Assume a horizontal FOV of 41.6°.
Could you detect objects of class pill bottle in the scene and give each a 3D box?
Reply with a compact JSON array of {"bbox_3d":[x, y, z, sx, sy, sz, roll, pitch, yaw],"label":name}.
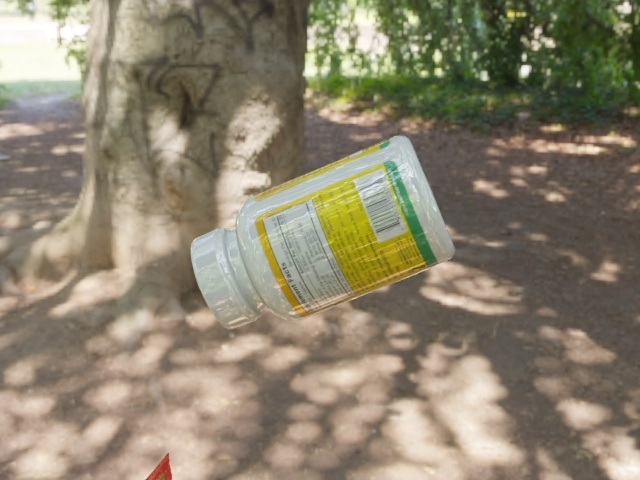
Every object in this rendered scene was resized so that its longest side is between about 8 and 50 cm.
[{"bbox_3d":[0.000,0.000,0.727,0.208,0.118,0.117,-23,14,8],"label":"pill bottle"}]

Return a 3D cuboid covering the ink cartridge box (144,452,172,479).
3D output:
[{"bbox_3d":[-0.191,0.398,0.996,0.056,0.225,0.181,7,25,18],"label":"ink cartridge box"}]
